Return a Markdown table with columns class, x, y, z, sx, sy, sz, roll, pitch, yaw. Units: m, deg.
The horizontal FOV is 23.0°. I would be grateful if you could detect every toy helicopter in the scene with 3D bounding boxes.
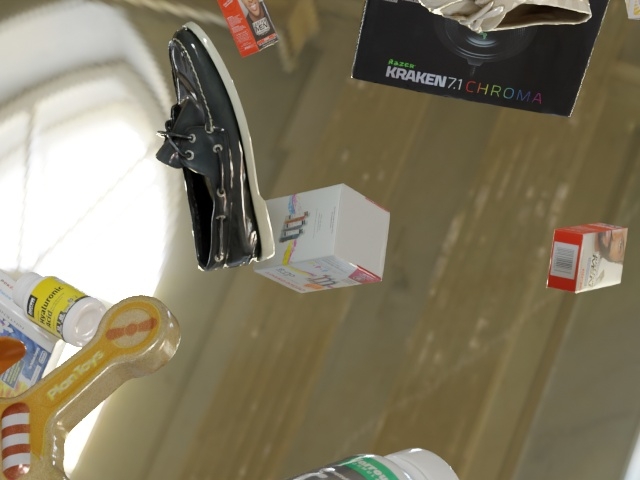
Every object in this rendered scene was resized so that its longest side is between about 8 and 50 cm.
| class | x | y | z | sx | sy | sz | roll | pitch | yaw |
| --- | --- | --- | --- | --- | --- | --- | --- | --- | --- |
| toy helicopter | -0.296 | 0.175 | 1.579 | 0.235 | 0.355 | 0.140 | 43 | -10 | 38 |

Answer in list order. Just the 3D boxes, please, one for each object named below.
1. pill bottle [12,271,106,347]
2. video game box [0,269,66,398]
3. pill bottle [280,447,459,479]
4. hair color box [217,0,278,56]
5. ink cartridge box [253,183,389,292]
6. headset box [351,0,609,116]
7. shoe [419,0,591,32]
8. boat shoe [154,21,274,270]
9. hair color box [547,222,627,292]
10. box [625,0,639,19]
| class | x | y | z | sx | sy | sz | roll | pitch | yaw |
| --- | --- | --- | --- | --- | --- | --- | --- | --- | --- |
| pill bottle | -0.319 | 0.080 | 1.903 | 0.116 | 0.065 | 0.065 | 25 | -14 | 36 |
| video game box | -0.426 | 0.119 | 2.045 | 0.187 | 0.048 | 0.205 | 38 | -41 | 6 |
| pill bottle | 0.022 | 0.409 | 2.152 | 0.361 | 0.204 | 0.204 | -12 | 10 | -42 |
| hair color box | -0.132 | -0.400 | 2.752 | 0.043 | 0.072 | 0.141 | -17 | -78 | 35 |
| ink cartridge box | 0.000 | 0.000 | 2.542 | 0.176 | 0.127 | 0.128 | -10 | -26 | 40 |
| headset box | 0.178 | -0.293 | 1.626 | 0.246 | 0.131 | 0.283 | 10 | -47 | -2 |
| shoe | 0.179 | -0.228 | 1.471 | 0.219 | 0.058 | 0.076 | -11 | -8 | -41 |
| boat shoe | -0.155 | -0.109 | 2.021 | 0.127 | 0.113 | 0.340 | 42 | -30 | 53 |
| hair color box | 0.414 | 0.025 | 2.427 | 0.053 | 0.093 | 0.167 | 12 | 11 | 32 |
| box | 0.455 | -0.401 | 2.050 | 0.103 | 0.114 | 0.203 | 0 | -48 | 3 |
